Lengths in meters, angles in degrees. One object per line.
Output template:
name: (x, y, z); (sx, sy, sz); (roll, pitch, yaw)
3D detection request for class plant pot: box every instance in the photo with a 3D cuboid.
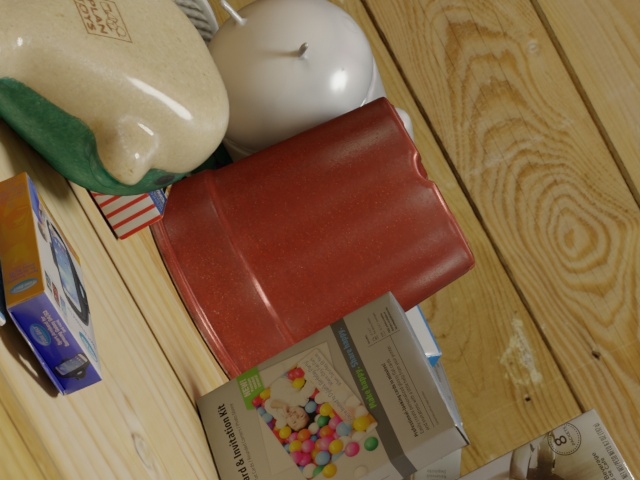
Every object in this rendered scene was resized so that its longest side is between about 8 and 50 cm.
plant pot: (0.000, 0.000, 1.340); (0.272, 0.265, 0.272); (61, 5, -9)

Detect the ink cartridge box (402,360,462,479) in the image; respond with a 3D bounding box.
ink cartridge box: (0.126, 0.294, 1.578); (0.275, 0.060, 0.239); (-90, -179, -80)

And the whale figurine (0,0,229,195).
whale figurine: (-0.193, -0.117, 0.948); (0.272, 0.141, 0.216); (6, 52, -55)

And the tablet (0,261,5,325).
tablet: (-0.196, 0.008, 0.734); (0.054, 0.006, 0.083); (58, 5, -34)

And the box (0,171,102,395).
box: (-0.164, 0.029, 0.780); (0.136, 0.028, 0.081); (-116, -178, -48)

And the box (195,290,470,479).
box: (0.005, 0.142, 1.022); (0.038, 0.186, 0.145); (54, 9, -47)

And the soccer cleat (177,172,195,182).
soccer cleat: (-0.155, -0.066, 1.529); (0.083, 0.029, 0.035); (50, 21, -55)

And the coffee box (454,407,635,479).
coffee box: (0.192, 0.321, 1.344); (0.168, 0.297, 0.119); (62, 1, 18)

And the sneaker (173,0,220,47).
sneaker: (-0.171, -0.218, 1.675); (0.127, 0.126, 0.321); (-103, 175, -58)

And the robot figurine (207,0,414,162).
robot figurine: (-0.020, -0.150, 1.521); (0.300, 0.200, 0.353); (17, -22, 23)

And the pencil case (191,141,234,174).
pencil case: (-0.168, -0.141, 1.591); (0.064, 0.070, 0.152); (-41, 109, -40)

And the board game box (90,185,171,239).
board game box: (-0.190, -0.093, 1.169); (0.147, 0.045, 0.193); (60, 5, -13)

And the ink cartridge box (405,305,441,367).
ink cartridge box: (0.044, 0.135, 1.520); (0.148, 0.086, 0.203); (65, -34, 32)
